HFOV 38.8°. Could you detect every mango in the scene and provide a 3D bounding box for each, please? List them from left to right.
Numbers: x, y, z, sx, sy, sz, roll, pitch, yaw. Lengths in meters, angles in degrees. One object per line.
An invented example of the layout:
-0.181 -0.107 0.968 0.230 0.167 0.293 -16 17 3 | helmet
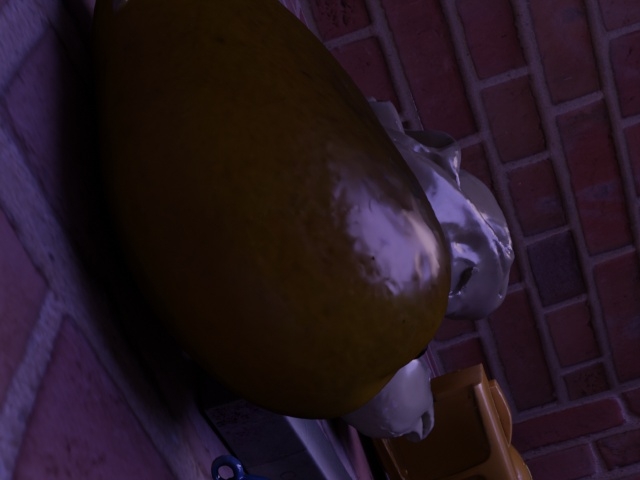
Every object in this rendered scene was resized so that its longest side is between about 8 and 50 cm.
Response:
-0.063 -0.065 0.759 0.301 0.220 0.445 -4 57 -58 | mango

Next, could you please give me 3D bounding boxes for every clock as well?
0.228 0.394 1.545 0.200 0.244 0.317 -11 81 -77 | clock

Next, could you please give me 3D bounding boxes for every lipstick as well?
-0.025 0.220 0.901 0.068 0.066 0.317 -99 167 -47 | lipstick

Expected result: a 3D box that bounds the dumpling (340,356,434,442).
0.070 0.202 1.339 0.193 0.147 0.258 10 -38 54 | dumpling

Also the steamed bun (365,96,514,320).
0.064 -0.046 1.043 0.310 0.324 0.219 -148 -107 -70 | steamed bun

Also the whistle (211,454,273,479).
-0.048 0.232 0.670 0.090 0.090 0.157 -37 108 -81 | whistle
